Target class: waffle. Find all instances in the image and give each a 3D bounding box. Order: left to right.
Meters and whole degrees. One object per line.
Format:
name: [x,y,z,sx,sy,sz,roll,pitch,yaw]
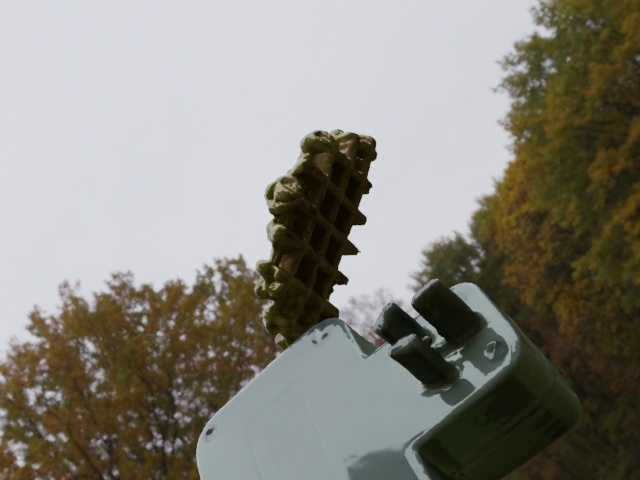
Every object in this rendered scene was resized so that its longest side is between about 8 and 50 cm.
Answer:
waffle: [0.000,0.000,0.647,0.161,0.046,0.191,-25,-62,-55]

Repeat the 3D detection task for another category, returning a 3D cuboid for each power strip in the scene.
power strip: [0.030,0.139,0.505,0.261,0.229,0.141,-42,-56,8]
